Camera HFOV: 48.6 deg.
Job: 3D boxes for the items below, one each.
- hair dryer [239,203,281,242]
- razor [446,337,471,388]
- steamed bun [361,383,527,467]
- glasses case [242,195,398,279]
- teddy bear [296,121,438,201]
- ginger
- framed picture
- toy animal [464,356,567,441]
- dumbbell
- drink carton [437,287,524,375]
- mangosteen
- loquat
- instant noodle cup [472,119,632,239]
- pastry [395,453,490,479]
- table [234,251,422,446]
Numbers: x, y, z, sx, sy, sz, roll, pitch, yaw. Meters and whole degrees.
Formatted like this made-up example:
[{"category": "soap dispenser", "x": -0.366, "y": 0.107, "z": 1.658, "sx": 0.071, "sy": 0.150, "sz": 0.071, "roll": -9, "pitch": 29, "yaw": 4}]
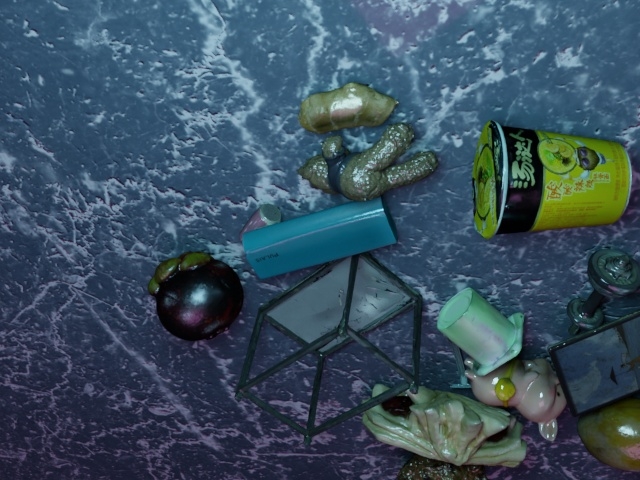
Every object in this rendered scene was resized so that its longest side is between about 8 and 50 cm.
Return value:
[{"category": "hair dryer", "x": -0.086, "y": -0.009, "z": 1.510, "sx": 0.154, "sy": 0.054, "sz": 0.106, "roll": 27, "pitch": 134, "yaw": -18}, {"category": "razor", "x": 0.328, "y": 0.283, "z": 1.687, "sx": 0.068, "sy": 0.037, "sz": 0.191, "roll": -6, "pitch": 127, "yaw": 21}, {"category": "steamed bun", "x": 0.315, "y": 0.438, "z": 1.711, "sx": 0.428, "sy": 0.247, "sz": 0.189, "roll": 14, "pitch": 107, "yaw": 3}, {"category": "glasses case", "x": -0.001, "y": 0.000, "z": 1.447, "sx": 0.301, "sy": 0.070, "sz": 0.117, "roll": -15, "pitch": 140, "yaw": 15}, {"category": "teddy bear", "x": 0.075, "y": -0.130, "z": 1.307, "sx": 0.251, "sy": 0.129, "sz": 0.182, "roll": -9, "pitch": 137, "yaw": 34}, {"category": "ginger", "x": 0.045, "y": -0.236, "z": 1.275, "sx": 0.190, "sy": 0.069, "sz": 0.095, "roll": -8, "pitch": 164, "yaw": 15}, {"category": "framed picture", "x": 0.681, "y": 0.246, "z": 1.533, "sx": 0.347, "sy": 0.016, "sz": 0.265, "roll": -24, "pitch": 127, "yaw": 8}, {"category": "toy animal", "x": 0.448, "y": 0.333, "z": 1.632, "sx": 0.248, "sy": 0.165, "sz": 0.149, "roll": 26, "pitch": 135, "yaw": -4}, {"category": "dumbbell", "x": 0.570, "y": 0.118, "z": 1.465, "sx": 0.110, "sy": 0.110, "sz": 0.254, "roll": 13, "pitch": 138, "yaw": -1}, {"category": "drink carton", "x": 0.340, "y": 0.191, "z": 1.546, "sx": 0.142, "sy": 0.146, "sz": 0.144, "roll": 38, "pitch": 126, "yaw": -11}, {"category": "mangosteen", "x": -0.270, "y": 0.121, "z": 1.561, "sx": 0.210, "sy": 0.210, "sz": 0.210, "roll": 5, "pitch": 131, "yaw": 6}, {"category": "loquat", "x": 0.727, "y": 0.457, "z": 1.675, "sx": 0.227, "sy": 0.179, "sz": 0.179, "roll": -1, "pitch": 130, "yaw": 22}, {"category": "instant noodle cup", "x": 0.402, "y": -0.102, "z": 1.250, "sx": 0.236, "sy": 0.215, "sz": 0.215, "roll": 2, "pitch": 131, "yaw": -1}, {"category": "pastry", "x": 0.332, "y": 0.679, "z": 1.922, "sx": 0.275, "sy": 0.193, "sz": 0.275, "roll": 5, "pitch": 129, "yaw": 6}, {"category": "table", "x": 0.022, "y": 0.232, "z": 1.543, "sx": 0.222, "sy": 0.272, "sz": 0.335, "roll": 39, "pitch": 126, "yaw": -21}]
